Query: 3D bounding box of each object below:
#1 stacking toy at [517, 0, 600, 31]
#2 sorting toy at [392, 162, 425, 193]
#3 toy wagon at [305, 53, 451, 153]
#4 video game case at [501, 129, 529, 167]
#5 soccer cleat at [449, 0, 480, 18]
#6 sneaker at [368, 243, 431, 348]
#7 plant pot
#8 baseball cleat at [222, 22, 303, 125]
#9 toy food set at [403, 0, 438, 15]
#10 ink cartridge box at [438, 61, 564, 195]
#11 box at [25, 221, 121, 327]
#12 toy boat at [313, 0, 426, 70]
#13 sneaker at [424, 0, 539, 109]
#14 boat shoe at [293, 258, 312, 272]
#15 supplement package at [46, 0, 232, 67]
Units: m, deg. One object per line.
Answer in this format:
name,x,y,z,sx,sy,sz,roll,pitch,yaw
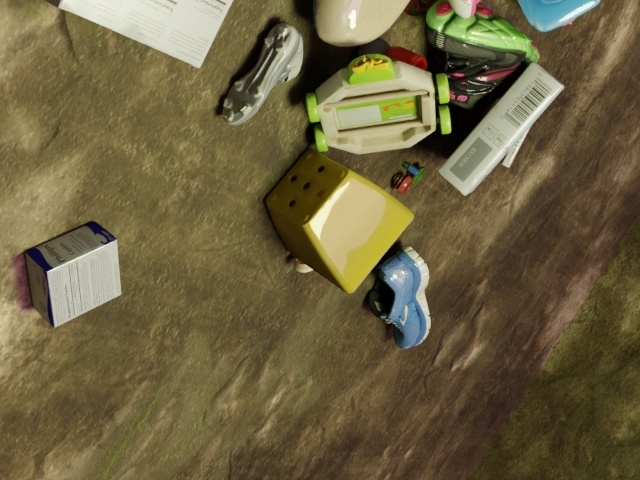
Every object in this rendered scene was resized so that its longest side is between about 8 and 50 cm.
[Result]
stacking toy,0.547,-0.555,2.257,0.165,0.175,0.302,-26,172,17
sorting toy,0.201,-0.151,2.263,0.102,0.042,0.061,-39,161,-42
toy wagon,0.108,-0.264,1.851,0.267,0.068,0.344,-8,156,5
video game case,0.498,-0.280,2.431,0.193,0.023,0.212,-64,178,13
soccer cleat,0.218,-0.569,1.789,0.143,0.116,0.331,-7,110,0
sneaker,0.185,0.156,2.455,0.147,0.130,0.330,-25,135,-16
plant pot,0.018,-0.058,1.977,0.212,0.212,0.187,-51,134,-6
baseball cleat,-0.092,-0.283,1.749,0.206,0.072,0.109,-55,153,6
toy food set,0.218,-0.499,1.942,0.218,0.071,0.128,-23,135,-38
ink cartridge box,0.424,-0.252,2.232,0.308,0.091,0.385,-50,171,15
box,-0.412,0.056,1.645,0.137,0.072,0.126,-28,139,-35
toy boat,0.091,-0.425,1.810,0.267,0.148,0.318,-49,139,-18
sneaker,0.329,-0.371,2.054,0.202,0.185,0.483,-56,157,13
boat shoe,0.000,0.000,2.124,0.170,0.063,0.059,-45,144,-31
supplement package,-0.278,-0.367,1.322,0.262,0.204,0.145,15,106,-55
